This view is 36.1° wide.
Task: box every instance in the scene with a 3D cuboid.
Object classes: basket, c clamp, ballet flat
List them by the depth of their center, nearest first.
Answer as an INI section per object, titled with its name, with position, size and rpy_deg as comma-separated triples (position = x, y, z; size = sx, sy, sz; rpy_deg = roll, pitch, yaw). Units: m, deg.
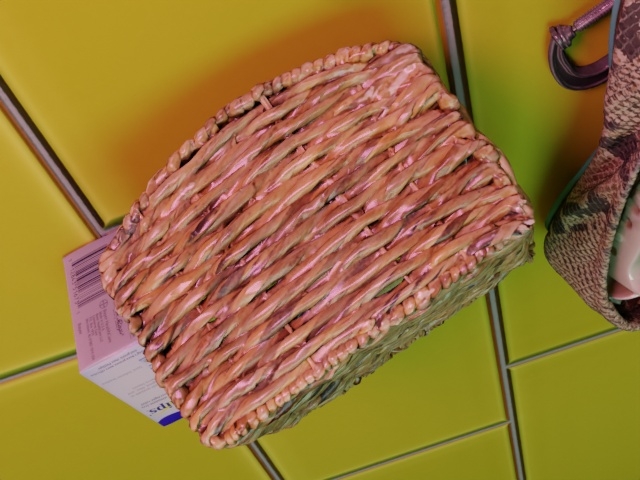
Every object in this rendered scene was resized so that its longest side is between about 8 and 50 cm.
[c clamp]
position = 0.245, -0.187, 0.789
size = 0.161, 0.022, 0.137
rpy_deg = -38, 144, 24
[basket]
position = 0.000, 0.000, 0.790
size = 0.299, 0.213, 0.223
rpy_deg = -37, 168, 7
[ballet flat]
position = 0.305, -0.077, 0.794
size = 0.164, 0.182, 0.483
rpy_deg = -21, 148, -15

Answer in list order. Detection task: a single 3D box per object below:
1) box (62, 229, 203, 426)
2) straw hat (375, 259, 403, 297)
[box]
position = -0.157, 0.079, 0.881
size = 0.072, 0.126, 0.137
rpy_deg = -27, 143, 10
[straw hat]
position = 0.007, 0.023, 0.928
size = 0.144, 0.061, 0.144
rpy_deg = -15, 158, -6
